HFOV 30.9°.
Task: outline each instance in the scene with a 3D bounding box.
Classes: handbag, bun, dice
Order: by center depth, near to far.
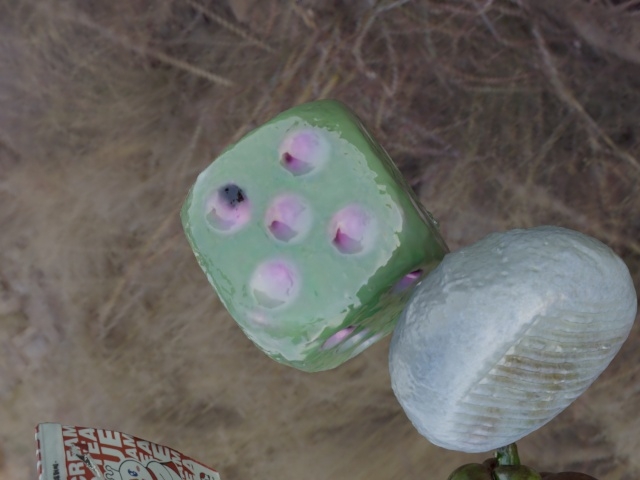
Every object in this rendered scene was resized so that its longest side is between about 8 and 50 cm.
[{"bbox_3d":[-0.258,0.346,1.474,0.151,0.171,0.298,-31,137,19],"label":"handbag"},{"bbox_3d":[0.248,0.118,1.560,0.362,0.362,0.211,98,152,-45],"label":"bun"},{"bbox_3d":[0.000,0.000,1.791,0.330,0.318,0.322,57,-172,16],"label":"dice"}]

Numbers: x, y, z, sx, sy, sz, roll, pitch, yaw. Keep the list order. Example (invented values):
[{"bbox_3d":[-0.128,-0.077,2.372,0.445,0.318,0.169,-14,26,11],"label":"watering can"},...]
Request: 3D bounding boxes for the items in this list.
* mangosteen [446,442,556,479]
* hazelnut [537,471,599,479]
[{"bbox_3d":[0.324,0.543,2.129,0.300,0.300,0.300,29,138,30],"label":"mangosteen"},{"bbox_3d":[0.359,0.444,1.706,0.178,0.204,0.178,35,160,15],"label":"hazelnut"}]
